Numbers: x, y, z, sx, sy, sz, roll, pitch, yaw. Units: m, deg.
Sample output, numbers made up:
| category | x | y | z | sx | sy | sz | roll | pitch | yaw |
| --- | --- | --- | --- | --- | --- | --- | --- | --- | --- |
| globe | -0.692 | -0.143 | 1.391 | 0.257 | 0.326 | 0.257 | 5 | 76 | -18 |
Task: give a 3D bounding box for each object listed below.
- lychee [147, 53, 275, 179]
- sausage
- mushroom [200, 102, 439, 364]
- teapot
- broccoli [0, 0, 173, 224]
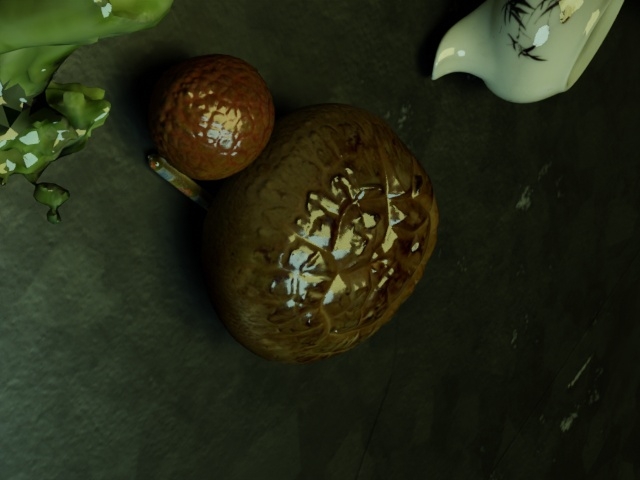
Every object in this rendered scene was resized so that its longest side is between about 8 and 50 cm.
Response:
| category | x | y | z | sx | sy | sz | roll | pitch | yaw |
| --- | --- | --- | --- | --- | --- | --- | --- | --- | --- |
| lychee | -0.082 | -0.105 | 0.922 | 0.140 | 0.101 | 0.114 | 10 | 87 | -44 |
| sausage | -0.119 | -0.050 | 0.969 | 0.100 | 0.015 | 0.015 | 39 | 74 | -48 |
| mushroom | 0.000 | 0.000 | 1.022 | 0.253 | 0.153 | 0.253 | -24 | 126 | -37 |
| teapot | 0.251 | -0.268 | 1.220 | 0.299 | 0.166 | 0.208 | -62 | 158 | -25 |
| broccoli | -0.201 | -0.159 | 0.626 | 0.348 | 0.281 | 0.293 | -52 | 138 | -27 |
